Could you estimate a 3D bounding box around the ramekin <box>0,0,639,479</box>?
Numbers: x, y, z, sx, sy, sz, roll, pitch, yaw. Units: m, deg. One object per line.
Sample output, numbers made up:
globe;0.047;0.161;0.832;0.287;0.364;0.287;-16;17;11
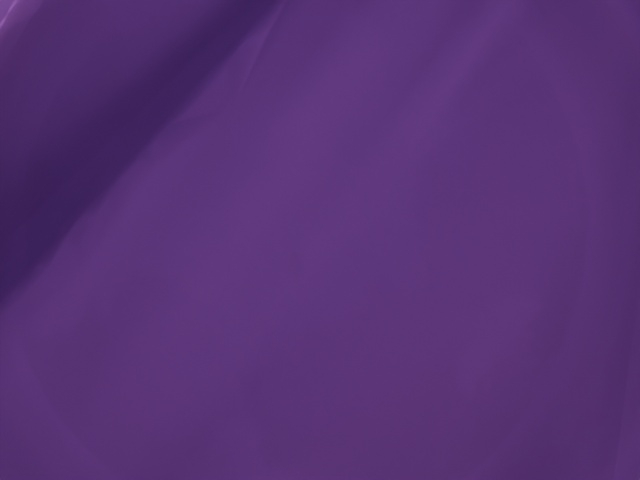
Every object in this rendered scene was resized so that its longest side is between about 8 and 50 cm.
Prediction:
ramekin;0.000;0.000;0.515;0.273;0.273;0.127;-45;170;5
